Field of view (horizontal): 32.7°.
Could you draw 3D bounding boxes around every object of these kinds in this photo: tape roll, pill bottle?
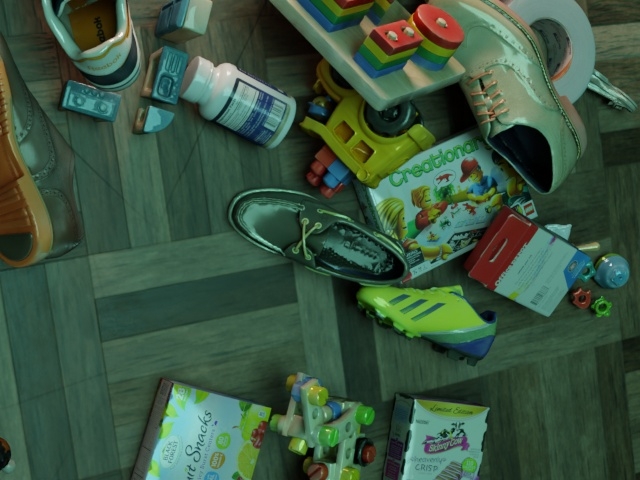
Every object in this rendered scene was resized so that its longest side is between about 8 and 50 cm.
[{"bbox_3d":[0.383,-0.336,1.951,0.219,0.072,0.219,-1,93,-25],"label":"tape roll"},{"bbox_3d":[-0.131,-0.217,1.692,0.169,0.094,0.094,26,81,-24],"label":"pill bottle"}]

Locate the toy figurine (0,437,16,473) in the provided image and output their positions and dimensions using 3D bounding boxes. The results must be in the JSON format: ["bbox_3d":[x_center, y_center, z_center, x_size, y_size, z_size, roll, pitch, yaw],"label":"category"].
[{"bbox_3d":[-0.523,0.349,1.493,0.209,0.148,0.213,5,89,-26],"label":"toy figurine"}]

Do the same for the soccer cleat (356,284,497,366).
[{"bbox_3d":[0.182,0.118,1.857,0.289,0.093,0.121,25,88,-29],"label":"soccer cleat"}]

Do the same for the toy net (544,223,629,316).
[{"bbox_3d":[0.473,0.046,2.030,0.232,0.045,0.122,31,100,-21],"label":"toy net"}]

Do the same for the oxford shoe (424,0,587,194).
[{"bbox_3d":[0.301,-0.252,1.802,0.397,0.140,0.146,48,44,-14],"label":"oxford shoe"}]

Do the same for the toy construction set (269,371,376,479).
[{"bbox_3d":[-0.013,0.374,1.737,0.215,0.151,0.328,11,100,-56],"label":"toy construction set"}]

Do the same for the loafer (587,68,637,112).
[{"bbox_3d":[0.538,-0.274,2.050,0.125,0.045,0.039,36,94,-16],"label":"loafer"}]

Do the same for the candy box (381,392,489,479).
[{"bbox_3d":[0.194,0.389,1.887,0.159,0.071,0.234,10,87,-25],"label":"candy box"}]

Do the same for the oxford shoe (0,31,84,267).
[{"bbox_3d":[-0.435,-0.146,1.554,0.132,0.129,0.364,-17,93,-57],"label":"oxford shoe"}]

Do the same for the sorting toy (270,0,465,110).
[{"bbox_3d":[0.091,-0.341,1.679,0.257,0.089,0.255,47,38,13],"label":"sorting toy"}]

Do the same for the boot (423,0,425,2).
[{"bbox_3d":[0.240,-0.495,1.862,0.246,0.094,0.207,36,80,-16],"label":"boot"}]

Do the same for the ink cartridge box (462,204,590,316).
[{"bbox_3d":[0.345,0.030,1.893,0.231,0.078,0.134,26,104,-38],"label":"ink cartridge box"}]

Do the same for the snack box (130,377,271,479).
[{"bbox_3d":[-0.190,0.336,1.698,0.174,0.070,0.207,20,82,-26],"label":"snack box"}]

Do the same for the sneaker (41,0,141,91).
[{"bbox_3d":[-0.336,-0.372,1.518,0.126,0.127,0.321,-24,81,-1],"label":"sneaker"}]

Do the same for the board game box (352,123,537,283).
[{"bbox_3d":[0.220,-0.073,1.891,0.305,0.053,0.193,-25,102,-23],"label":"board game box"}]

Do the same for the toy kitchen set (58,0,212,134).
[{"bbox_3d":[-0.276,-0.271,1.604,0.166,0.122,0.207,15,85,-26],"label":"toy kitchen set"}]

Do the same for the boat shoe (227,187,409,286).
[{"bbox_3d":[0.002,-0.004,1.745,0.304,0.091,0.109,19,97,-14],"label":"boat shoe"}]

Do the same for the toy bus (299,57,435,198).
[{"bbox_3d":[0.043,-0.181,1.753,0.211,0.149,0.220,-43,79,7],"label":"toy bus"}]
